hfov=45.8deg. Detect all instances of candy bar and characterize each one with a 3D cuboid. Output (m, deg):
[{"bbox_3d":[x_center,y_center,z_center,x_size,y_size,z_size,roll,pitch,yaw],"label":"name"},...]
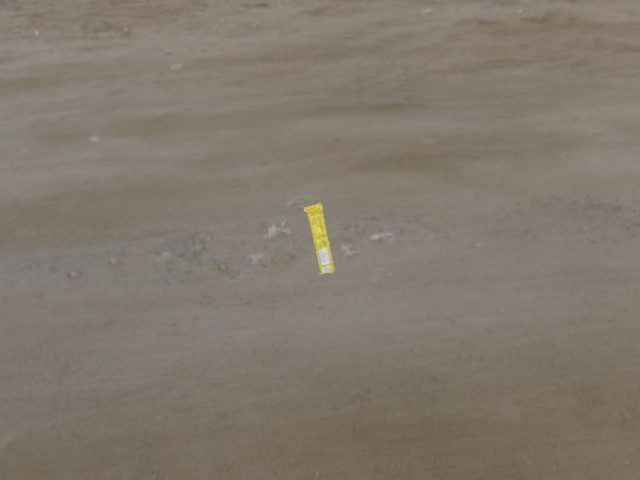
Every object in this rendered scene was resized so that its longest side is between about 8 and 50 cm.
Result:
[{"bbox_3d":[0.000,0.000,1.651,0.040,0.162,0.018,-14,13,-8],"label":"candy bar"}]
